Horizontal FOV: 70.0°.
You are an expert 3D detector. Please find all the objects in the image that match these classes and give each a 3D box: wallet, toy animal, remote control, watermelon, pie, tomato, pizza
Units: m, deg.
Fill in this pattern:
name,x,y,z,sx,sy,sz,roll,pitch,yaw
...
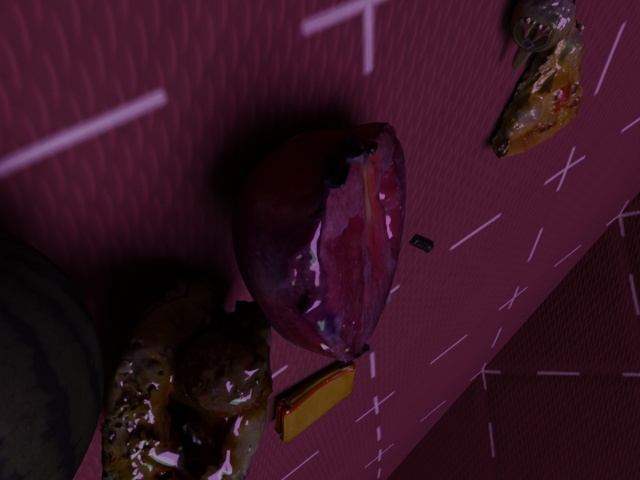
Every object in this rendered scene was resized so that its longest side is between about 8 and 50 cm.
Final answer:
name,x,y,z,sx,sy,sz,roll,pitch,yaw
wallet,-0.014,0.398,1.176,0.241,0.067,0.141,-25,137,-33
toy animal,0.352,-0.346,0.732,0.098,0.098,0.137,-35,162,-12
remote control,0.235,0.008,1.048,0.034,0.016,0.091,-50,145,17
watermelon,-0.336,0.147,0.380,0.278,0.279,0.359,-5,135,-43
pie,-0.188,0.264,0.586,0.180,0.395,0.418,19,95,-9
tomato,-0.005,0.002,0.597,0.335,0.176,0.290,-54,142,-52
pizza,0.445,-0.298,0.885,0.280,0.075,0.288,-37,145,-12

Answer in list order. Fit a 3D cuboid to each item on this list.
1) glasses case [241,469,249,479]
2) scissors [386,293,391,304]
name,x,y,z,sx,sy,sz,roll,pitch,yaw
glasses case,-0.236,0.517,1.055,0.122,0.075,0.314,-25,142,-21
scissors,0.132,0.087,1.017,0.101,0.027,0.204,-35,143,-8
